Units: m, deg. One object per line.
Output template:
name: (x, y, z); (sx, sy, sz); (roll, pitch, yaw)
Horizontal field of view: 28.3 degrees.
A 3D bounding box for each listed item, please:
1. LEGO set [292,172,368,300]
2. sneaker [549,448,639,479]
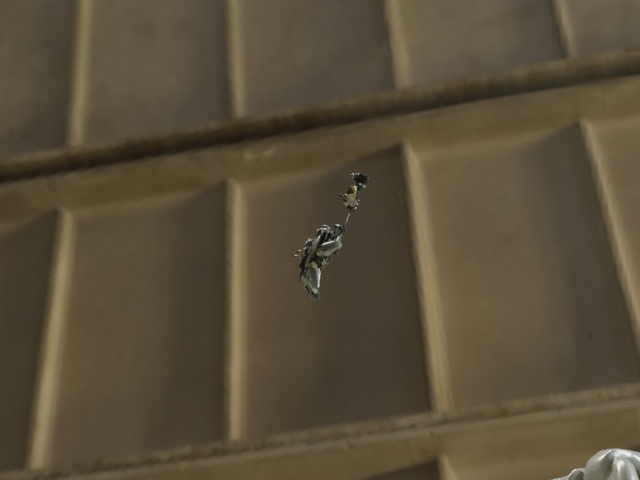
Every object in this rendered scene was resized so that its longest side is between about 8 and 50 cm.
LEGO set: (0.001, -0.002, 0.690); (0.023, 0.083, 0.054); (22, -159, 0)
sneaker: (0.090, 0.100, 0.360); (0.087, 0.092, 0.228); (2, -176, -24)
